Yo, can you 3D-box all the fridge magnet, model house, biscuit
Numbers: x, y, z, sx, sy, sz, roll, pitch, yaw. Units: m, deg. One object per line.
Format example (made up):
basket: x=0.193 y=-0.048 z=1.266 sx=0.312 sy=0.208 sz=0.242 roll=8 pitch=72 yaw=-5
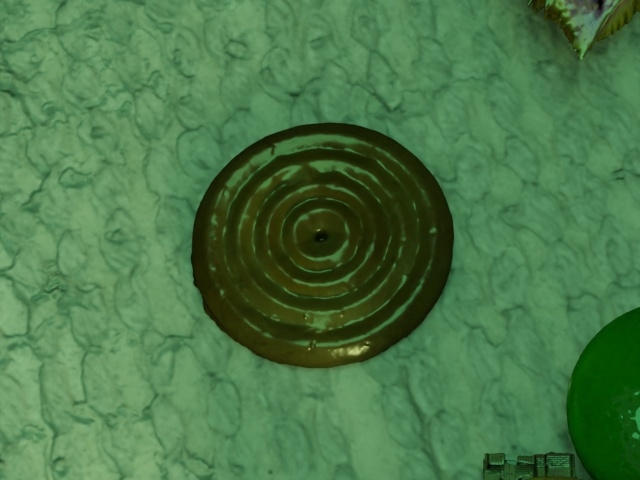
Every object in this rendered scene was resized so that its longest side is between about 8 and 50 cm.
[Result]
fridge magnet: x=0.327 y=0.155 z=1.598 sx=0.208 sy=0.088 sz=0.208 roll=-2 pitch=69 yaw=5
model house: x=0.189 y=0.226 z=1.601 sx=0.083 sy=0.057 sz=0.058 roll=1 pitch=64 yaw=4
biscuit: x=0.000 y=0.000 z=1.717 sx=0.261 sy=0.037 sz=0.262 roll=-1 pitch=69 yaw=4

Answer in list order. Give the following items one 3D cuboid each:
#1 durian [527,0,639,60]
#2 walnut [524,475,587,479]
durian: x=0.306 y=-0.316 z=1.780 sx=0.191 sy=0.112 sz=0.341 roll=37 pitch=68 yaw=27
walnut: x=0.222 y=0.288 z=1.519 sx=0.206 sy=0.159 sz=0.159 roll=22 pitch=70 yaw=-12
